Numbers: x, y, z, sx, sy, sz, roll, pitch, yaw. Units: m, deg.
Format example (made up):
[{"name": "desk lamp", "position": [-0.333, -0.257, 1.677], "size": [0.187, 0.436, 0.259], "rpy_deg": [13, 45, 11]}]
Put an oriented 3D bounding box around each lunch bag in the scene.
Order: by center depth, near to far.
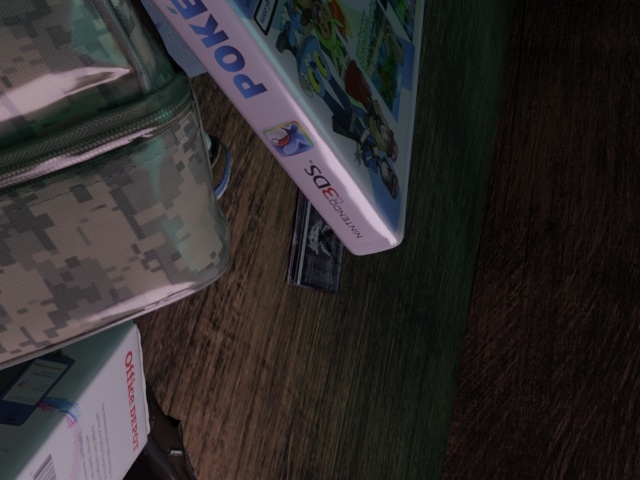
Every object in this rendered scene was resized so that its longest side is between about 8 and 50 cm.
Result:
[{"name": "lunch bag", "position": [-0.194, -0.112, 0.424], "size": [0.305, 0.212, 0.256], "rpy_deg": [-125, -159, -58]}]

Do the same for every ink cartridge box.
[{"name": "ink cartridge box", "position": [-0.225, 0.171, 0.654], "size": [0.212, 0.093, 0.154], "rpy_deg": [-57, 158, -50]}]

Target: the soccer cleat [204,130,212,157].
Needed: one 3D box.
[{"name": "soccer cleat", "position": [-0.208, -0.043, 0.708], "size": [0.116, 0.108, 0.318], "rpy_deg": [58, 39, -21]}]

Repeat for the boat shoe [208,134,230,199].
[{"name": "boat shoe", "position": [-0.149, -0.059, 0.884], "size": [0.066, 0.066, 0.183], "rpy_deg": [73, 29, -43]}]

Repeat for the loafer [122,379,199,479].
[{"name": "loafer", "position": [-0.166, 0.221, 0.875], "size": [0.078, 0.080, 0.220], "rpy_deg": [-65, 152, -43]}]

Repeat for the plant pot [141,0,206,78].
[{"name": "plant pot", "position": [-0.053, -0.323, 0.714], "size": [0.248, 0.252, 0.247], "rpy_deg": [51, 49, -40]}]

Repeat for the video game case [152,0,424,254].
[{"name": "video game case", "position": [-0.021, -0.207, 0.448], "size": [0.300, 0.036, 0.329], "rpy_deg": [51, 35, -39]}]

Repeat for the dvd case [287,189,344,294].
[{"name": "dvd case", "position": [0.000, 0.000, 1.378], "size": [0.221, 0.018, 0.165], "rpy_deg": [23, 73, -70]}]
